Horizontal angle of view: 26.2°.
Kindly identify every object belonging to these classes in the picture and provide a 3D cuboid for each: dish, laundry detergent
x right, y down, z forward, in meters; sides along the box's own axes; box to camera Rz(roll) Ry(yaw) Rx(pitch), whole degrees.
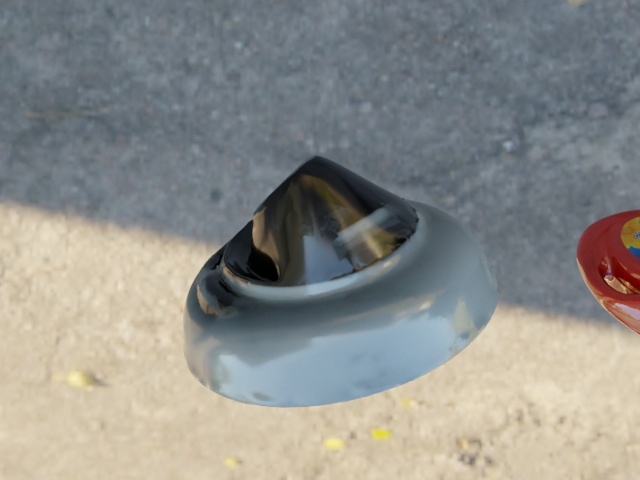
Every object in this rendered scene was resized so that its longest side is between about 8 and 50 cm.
[{"bbox_3d":[0.000,0.000,0.583,0.141,0.141,0.078,-10,115,10],"label":"dish"},{"bbox_3d":[0.240,0.037,0.963,0.097,0.165,0.049,-5,120,-3],"label":"laundry detergent"}]
